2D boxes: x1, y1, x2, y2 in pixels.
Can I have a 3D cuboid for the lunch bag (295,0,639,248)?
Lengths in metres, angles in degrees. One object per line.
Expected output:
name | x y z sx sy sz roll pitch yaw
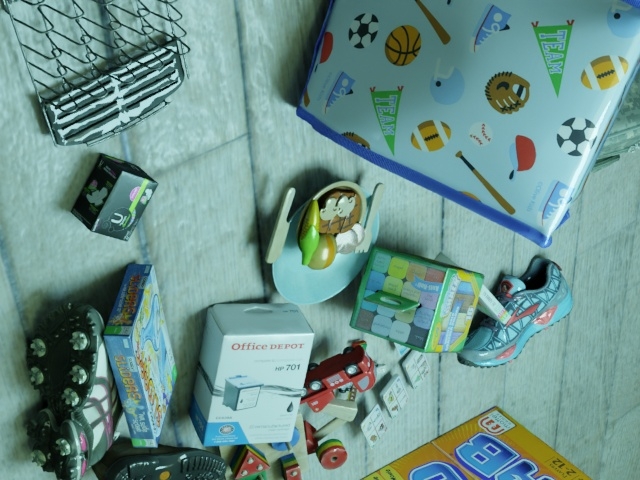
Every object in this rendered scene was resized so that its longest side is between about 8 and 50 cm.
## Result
lunch bag | 0.189 -0.228 1.467 0.328 0.385 0.239 -69 167 17

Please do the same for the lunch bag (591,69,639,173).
lunch bag | 0.332 -0.183 1.742 0.305 0.213 0.256 -18 167 -33

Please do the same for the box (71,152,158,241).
box | -0.246 -0.051 1.406 0.062 0.052 0.083 18 106 -49

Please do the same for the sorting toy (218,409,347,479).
sorting toy | -0.089 0.337 1.777 0.274 0.046 0.132 -16 128 -13

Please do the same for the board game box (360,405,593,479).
board game box | 0.303 0.599 2.157 0.356 0.356 0.356 -22 131 -32

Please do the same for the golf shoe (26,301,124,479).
golf shoe | -0.303 0.180 1.500 0.120 0.105 0.273 -30 143 -48

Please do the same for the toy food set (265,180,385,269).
toy food set | 0.020 -0.020 1.633 0.192 0.038 0.132 -7 122 -41

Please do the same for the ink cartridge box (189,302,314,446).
ink cartridge box | -0.099 0.191 1.671 0.139 0.082 0.191 0 120 -22

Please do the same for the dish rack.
dish rack | -0.233 -0.227 1.277 0.208 0.074 0.272 -31 135 -23

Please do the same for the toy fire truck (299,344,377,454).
toy fire truck | 0.013 0.251 1.822 0.192 0.047 0.135 -26 124 13

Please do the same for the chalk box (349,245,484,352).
chalk box | 0.137 0.088 1.754 0.213 0.132 0.132 13 94 -64

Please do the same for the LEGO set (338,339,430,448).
LEGO set | 0.090 0.208 1.935 0.182 0.060 0.244 -51 143 -22

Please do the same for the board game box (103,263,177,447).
board game box | -0.229 0.150 1.513 0.035 0.136 0.201 0 130 8

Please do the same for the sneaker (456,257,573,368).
sneaker | 0.325 0.120 2.060 0.261 0.104 0.125 -35 119 -27

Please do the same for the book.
book | 0.253 0.080 1.940 0.035 0.096 0.144 -50 140 -3

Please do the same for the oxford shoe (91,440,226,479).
oxford shoe | -0.225 0.313 1.653 0.227 0.096 0.083 18 99 -48

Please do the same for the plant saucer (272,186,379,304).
plant saucer | 0.000 0.000 1.688 0.195 0.037 0.195 -24 133 -29
